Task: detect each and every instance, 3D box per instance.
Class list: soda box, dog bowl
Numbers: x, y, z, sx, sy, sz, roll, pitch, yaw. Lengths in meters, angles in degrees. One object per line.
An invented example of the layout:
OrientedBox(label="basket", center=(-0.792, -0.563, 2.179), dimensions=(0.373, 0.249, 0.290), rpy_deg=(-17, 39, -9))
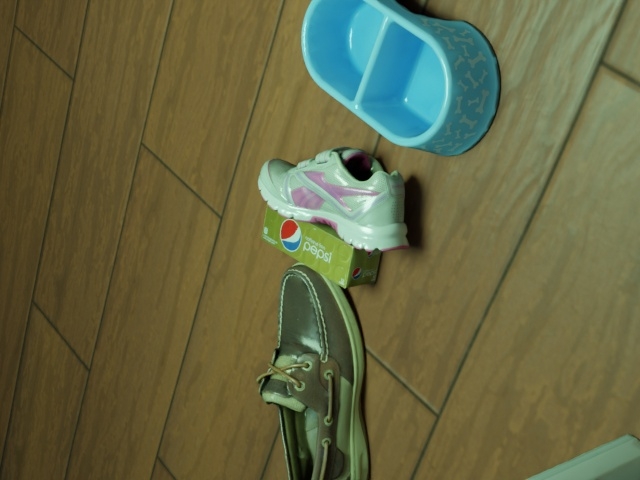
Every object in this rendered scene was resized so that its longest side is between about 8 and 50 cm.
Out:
OrientedBox(label="soda box", center=(0.000, 0.000, 1.396), dimensions=(0.181, 0.058, 0.061), rpy_deg=(29, 117, 41))
OrientedBox(label="dog bowl", center=(0.085, -0.218, 1.252), dimensions=(0.297, 0.074, 0.166), rpy_deg=(42, 126, 34))

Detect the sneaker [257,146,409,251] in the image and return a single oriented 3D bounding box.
OrientedBox(label="sneaker", center=(0.023, -0.073, 1.338), dimensions=(0.252, 0.103, 0.111), rpy_deg=(23, 110, 37))

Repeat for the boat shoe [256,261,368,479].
OrientedBox(label="boat shoe", center=(-0.020, 0.201, 1.404), dimensions=(0.123, 0.123, 0.342), rpy_deg=(-1, 96, 48))

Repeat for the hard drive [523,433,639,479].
OrientedBox(label="hard drive", center=(0.185, 0.336, 1.027), dimensions=(0.047, 0.353, 0.233), rpy_deg=(38, 123, 38))
